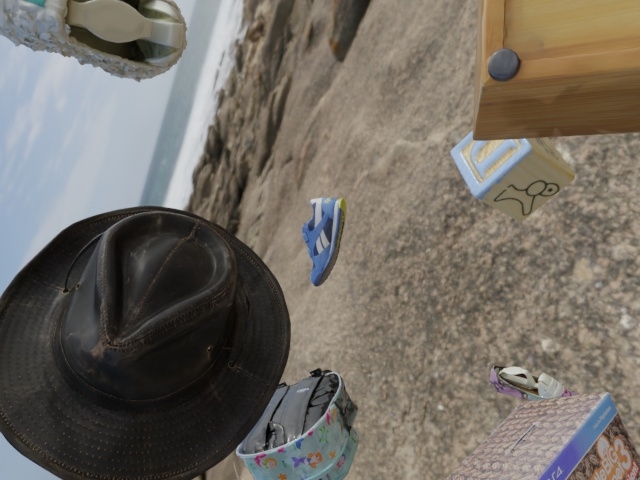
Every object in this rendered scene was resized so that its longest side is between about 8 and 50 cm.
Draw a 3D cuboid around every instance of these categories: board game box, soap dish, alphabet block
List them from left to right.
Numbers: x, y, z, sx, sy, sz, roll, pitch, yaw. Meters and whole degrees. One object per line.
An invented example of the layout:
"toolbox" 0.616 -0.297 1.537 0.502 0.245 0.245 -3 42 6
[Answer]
"alphabet block" 0.493 -0.197 1.522 0.192 0.197 0.193 -44 41 31
"board game box" 0.315 0.379 0.733 0.141 0.232 0.290 -28 86 49
"soap dish" 0.256 -0.199 0.438 0.291 0.118 0.228 1 85 29

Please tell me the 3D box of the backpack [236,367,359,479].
"backpack" -0.043 0.404 1.196 0.191 0.225 0.253 66 -164 -3

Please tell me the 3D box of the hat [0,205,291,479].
"hat" -0.165 0.068 0.590 0.134 0.332 0.331 122 156 -51

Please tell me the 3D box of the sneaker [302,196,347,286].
"sneaker" 0.000 0.000 0.921 0.053 0.059 0.144 -9 -69 -76

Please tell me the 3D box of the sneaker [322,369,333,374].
"sneaker" 0.019 0.421 1.689 0.118 0.083 0.222 -49 -3 27

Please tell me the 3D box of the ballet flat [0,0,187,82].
"ballet flat" -0.284 -0.305 0.859 0.146 0.147 0.409 -68 -14 19

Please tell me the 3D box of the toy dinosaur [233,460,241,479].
"toy dinosaur" -0.111 0.565 1.230 0.064 0.211 0.112 -48 17 -20

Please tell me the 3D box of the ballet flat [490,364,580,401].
"ballet flat" 0.517 0.352 1.436 0.222 0.079 0.077 8 37 40
